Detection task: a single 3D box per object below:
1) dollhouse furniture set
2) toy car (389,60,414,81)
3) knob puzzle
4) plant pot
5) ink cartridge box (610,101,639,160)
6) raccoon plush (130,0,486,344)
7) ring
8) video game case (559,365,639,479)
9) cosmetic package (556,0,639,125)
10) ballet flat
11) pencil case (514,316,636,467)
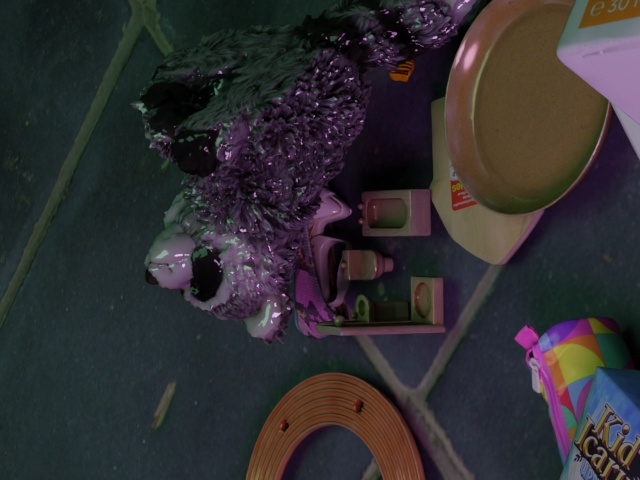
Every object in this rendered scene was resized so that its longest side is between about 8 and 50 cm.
[{"bbox_3d":[0.044,0.022,2.048,0.144,0.123,0.151,1,92,64],"label":"dollhouse furniture set"},{"bbox_3d":[0.065,-0.170,2.163,0.122,0.060,0.040,-6,35,36],"label":"toy car"},{"bbox_3d":[0.184,-0.069,1.976,0.213,0.030,0.213,-12,74,51],"label":"knob puzzle"},{"bbox_3d":[0.212,-0.139,1.900,0.236,0.032,0.236,-14,73,51],"label":"plant pot"},{"bbox_3d":[0.369,-0.072,1.589,0.115,0.198,0.273,-48,50,36],"label":"ink cartridge box"},{"bbox_3d":[0.008,-0.075,2.059,0.216,0.446,0.299,-99,-11,-56],"label":"raccoon plush"},{"bbox_3d":[0.017,0.315,2.137,0.336,0.032,0.336,-14,73,52],"label":"ring"},{"bbox_3d":[0.267,0.270,1.569,0.269,0.061,0.244,-127,50,-61],"label":"video game case"},{"bbox_3d":[0.371,-0.300,1.431,0.230,0.161,0.453,-7,55,53],"label":"cosmetic package"},{"bbox_3d":[0.000,0.000,2.187,0.079,0.077,0.221,-15,77,32],"label":"ballet flat"},{"bbox_3d":[0.260,0.184,1.778,0.104,0.104,0.236,-45,52,40],"label":"pencil case"}]
